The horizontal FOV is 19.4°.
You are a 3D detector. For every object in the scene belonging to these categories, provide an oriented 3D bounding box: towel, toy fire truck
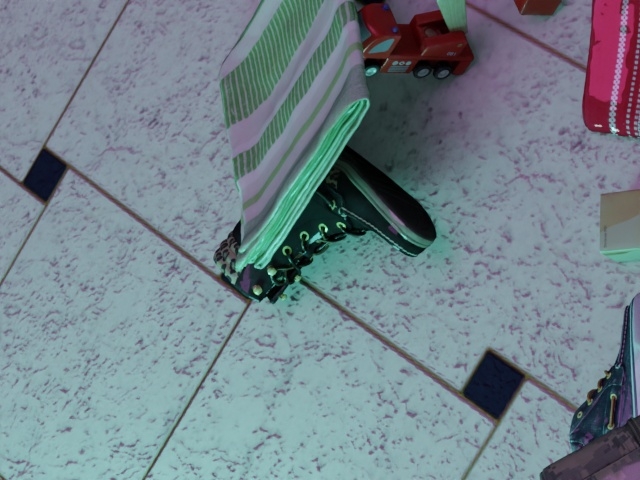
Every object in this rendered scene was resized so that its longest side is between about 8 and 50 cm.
[{"bbox_3d":[0.357,-0.181,1.678,0.275,0.031,0.198,11,99,42],"label":"towel"},{"bbox_3d":[-0.033,-0.155,1.861,0.248,0.038,0.324,-56,26,35],"label":"towel"},{"bbox_3d":[0.124,-0.217,1.828,0.135,0.192,0.047,-54,46,45],"label":"toy fire truck"}]

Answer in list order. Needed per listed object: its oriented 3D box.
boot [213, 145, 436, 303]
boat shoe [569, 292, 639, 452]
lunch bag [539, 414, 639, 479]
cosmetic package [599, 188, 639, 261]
[{"bbox_3d":[0.001,0.000,1.881,0.236,0.085,0.178,42,103,43],"label":"boot"},{"bbox_3d":[0.264,0.138,1.664,0.083,0.065,0.183,-6,74,29],"label":"boat shoe"},{"bbox_3d":[0.356,0.261,1.475,0.256,0.212,0.305,-31,62,4],"label":"lunch bag"},{"bbox_3d":[0.313,-0.017,1.694,0.115,0.041,0.060,-9,71,33],"label":"cosmetic package"}]
